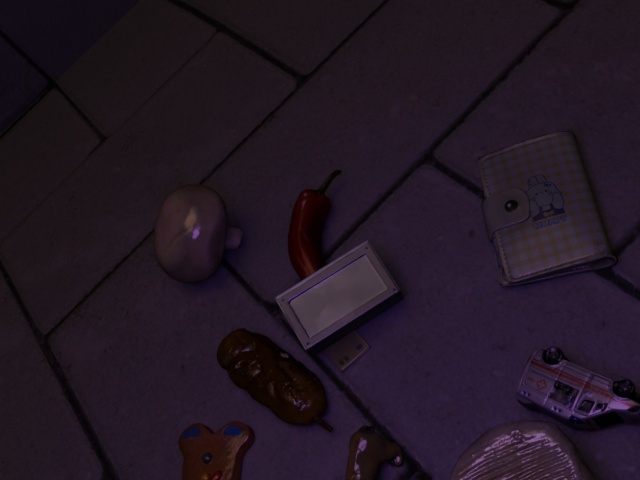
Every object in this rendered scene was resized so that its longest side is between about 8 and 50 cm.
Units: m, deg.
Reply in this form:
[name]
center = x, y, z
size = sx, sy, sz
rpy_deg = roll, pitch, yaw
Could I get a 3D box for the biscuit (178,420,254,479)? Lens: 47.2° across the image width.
[biscuit]
center = -0.221, 0.516, 1.457
size = 0.206, 0.049, 0.323
rpy_deg = -11, 56, 23

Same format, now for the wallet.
[wallet]
center = 0.434, -0.064, 1.452
size = 0.224, 0.077, 0.309
rpy_deg = -14, 54, 17

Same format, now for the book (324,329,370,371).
[book]
center = 0.045, 0.212, 1.525
size = 0.077, 0.014, 0.111
rpy_deg = -40, 49, -2

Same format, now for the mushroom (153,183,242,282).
[mushroom]
center = -0.292, -0.018, 1.769
size = 0.246, 0.203, 0.245
rpy_deg = -176, 90, -68

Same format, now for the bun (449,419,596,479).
[bun]
center = 0.323, 0.402, 1.154
size = 0.231, 0.133, 0.230
rpy_deg = -10, 59, 17

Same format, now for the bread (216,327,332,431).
[bread]
center = -0.093, 0.288, 1.509
size = 0.344, 0.084, 0.124
rpy_deg = 31, 78, 40

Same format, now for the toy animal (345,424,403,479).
[toy animal]
center = 0.075, 0.429, 1.303
size = 0.103, 0.101, 0.218
rpy_deg = 1, 60, 29

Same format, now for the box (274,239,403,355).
[box]
center = 0.039, 0.118, 1.500
size = 0.225, 0.086, 0.129
rpy_deg = -32, 71, -1

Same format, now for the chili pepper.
[chili pepper]
center = -0.006, 0.005, 1.662
size = 0.137, 0.092, 0.368
rpy_deg = -6, 62, 5

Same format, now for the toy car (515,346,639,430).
[toy car]
center = 0.433, 0.262, 1.215
size = 0.210, 0.089, 0.108
rpy_deg = 22, 73, 41
